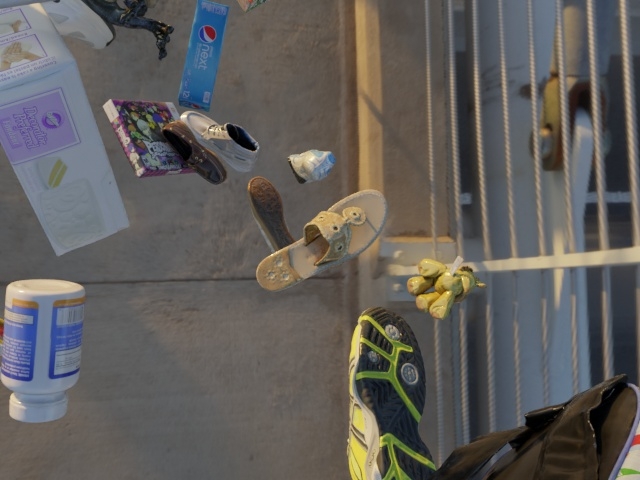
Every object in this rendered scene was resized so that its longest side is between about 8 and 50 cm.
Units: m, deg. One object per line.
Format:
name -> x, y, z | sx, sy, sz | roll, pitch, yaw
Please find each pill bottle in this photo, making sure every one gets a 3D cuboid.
pill bottle -> -0.575, 0.226, 1.331 | 0.152, 0.152, 0.272 | 6, 95, -7

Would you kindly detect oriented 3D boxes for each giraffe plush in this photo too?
giraffe plush -> 0.393, 0.129, 1.925 | 0.210, 0.170, 0.181 | -44, 61, 28

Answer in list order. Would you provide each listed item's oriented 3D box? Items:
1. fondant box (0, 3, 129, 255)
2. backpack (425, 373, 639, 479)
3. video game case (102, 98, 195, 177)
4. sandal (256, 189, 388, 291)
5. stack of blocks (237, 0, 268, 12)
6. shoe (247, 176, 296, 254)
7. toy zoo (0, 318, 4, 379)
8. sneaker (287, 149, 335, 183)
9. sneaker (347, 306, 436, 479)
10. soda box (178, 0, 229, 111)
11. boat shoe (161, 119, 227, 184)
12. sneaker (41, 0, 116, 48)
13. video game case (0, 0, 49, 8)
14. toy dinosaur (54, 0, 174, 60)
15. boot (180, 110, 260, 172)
fondant box -> -0.347, -0.180, 0.747 | 0.096, 0.238, 0.330 | -26, 56, -20
backpack -> 0.207, 0.248, 0.520 | 0.213, 0.276, 0.263 | 46, 48, 2
video game case -> -0.432, -0.269, 1.691 | 0.041, 0.232, 0.210 | -32, 82, 30
sandal -> 0.004, 0.005, 0.985 | 0.240, 0.079, 0.088 | -33, 87, 5
stack of blocks -> -0.029, -0.520, 1.132 | 0.297, 0.171, 0.087 | -36, 97, -17
shoe -> -0.112, -0.038, 1.440 | 0.076, 0.058, 0.219 | -17, 78, -29
toy zoo -> -0.928, 0.273, 1.771 | 0.030, 0.192, 0.293 | -41, 125, 14
sneaker -> -0.026, -0.201, 1.715 | 0.086, 0.237, 0.085 | -30, 106, -14
sneaker -> 0.093, 0.301, 1.095 | 0.145, 0.147, 0.385 | 13, 61, -27
soda box -> -0.240, -0.379, 1.327 | 0.067, 0.071, 0.210 | 12, 88, -10
boat shoe -> -0.333, -0.222, 1.685 | 0.207, 0.073, 0.073 | 45, 117, -7
sneaker -> -0.645, -0.467, 1.308 | 0.169, 0.447, 0.258 | 37, 93, 32
video game case -> -0.215, -0.270, 0.518 | 0.157, 0.019, 0.143 | -8, 96, 2
toy dinosaur -> -0.208, -0.243, 0.641 | 0.118, 0.268, 0.064 | 38, 109, 12
boot -> -0.284, -0.310, 1.845 | 0.258, 0.123, 0.095 | 35, 58, -3
